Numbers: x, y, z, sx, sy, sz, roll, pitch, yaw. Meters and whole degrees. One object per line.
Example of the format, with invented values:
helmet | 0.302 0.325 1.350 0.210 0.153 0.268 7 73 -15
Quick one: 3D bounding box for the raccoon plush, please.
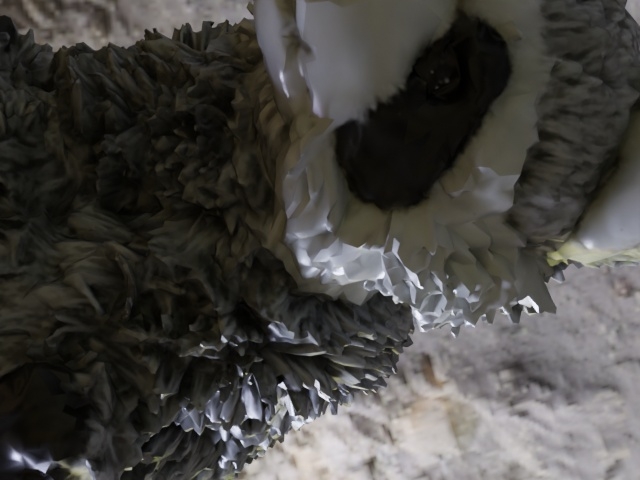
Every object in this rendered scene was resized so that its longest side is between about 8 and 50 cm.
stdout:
raccoon plush | 0.000 0.000 0.624 0.446 0.299 0.216 74 -179 -77
